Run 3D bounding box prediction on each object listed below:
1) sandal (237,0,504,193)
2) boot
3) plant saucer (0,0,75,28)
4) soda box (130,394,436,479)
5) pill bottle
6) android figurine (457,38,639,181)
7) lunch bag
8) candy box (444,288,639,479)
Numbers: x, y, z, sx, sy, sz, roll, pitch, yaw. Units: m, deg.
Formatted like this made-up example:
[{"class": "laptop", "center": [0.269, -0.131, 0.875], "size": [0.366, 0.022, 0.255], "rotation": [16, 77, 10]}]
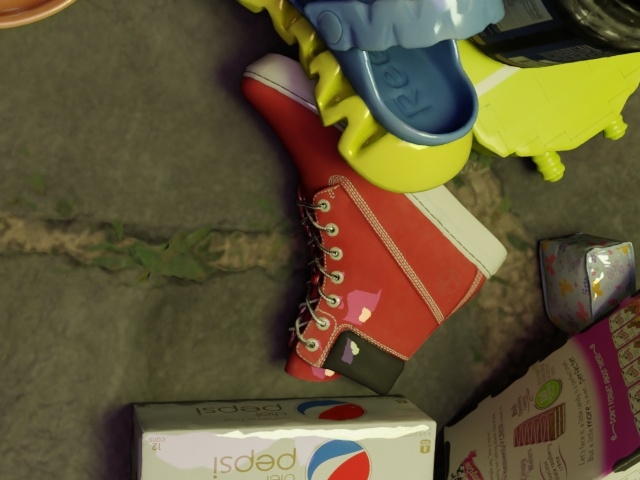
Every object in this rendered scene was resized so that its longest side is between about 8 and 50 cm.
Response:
[{"class": "sandal", "center": [0.006, -0.187, 0.632], "size": [0.317, 0.138, 0.126], "rotation": [48, 54, 7]}, {"class": "boot", "center": [0.000, 0.000, 0.727], "size": [0.244, 0.088, 0.176], "rotation": [43, 86, -20]}, {"class": "plant saucer", "center": [-0.223, -0.237, 0.654], "size": [0.200, 0.037, 0.200], "rotation": [-2, 97, -16]}, {"class": "soda box", "center": [-0.028, 0.158, 0.744], "size": [0.216, 0.074, 0.069], "rotation": [0, 97, -16]}, {"class": "pill bottle", "center": [0.171, -0.173, 0.621], "size": [0.122, 0.219, 0.123], "rotation": [-1, 96, -14]}, {"class": "android figurine", "center": [0.142, -0.176, 0.755], "size": [0.248, 0.056, 0.273], "rotation": [-36, 105, -9]}, {"class": "lunch bag", "center": [0.213, 0.040, 0.797], "size": [0.053, 0.071, 0.083], "rotation": [-9, 99, -18]}, {"class": "candy box", "center": [0.195, 0.141, 0.713], "size": [0.071, 0.159, 0.233], "rotation": [42, 116, -16]}]
